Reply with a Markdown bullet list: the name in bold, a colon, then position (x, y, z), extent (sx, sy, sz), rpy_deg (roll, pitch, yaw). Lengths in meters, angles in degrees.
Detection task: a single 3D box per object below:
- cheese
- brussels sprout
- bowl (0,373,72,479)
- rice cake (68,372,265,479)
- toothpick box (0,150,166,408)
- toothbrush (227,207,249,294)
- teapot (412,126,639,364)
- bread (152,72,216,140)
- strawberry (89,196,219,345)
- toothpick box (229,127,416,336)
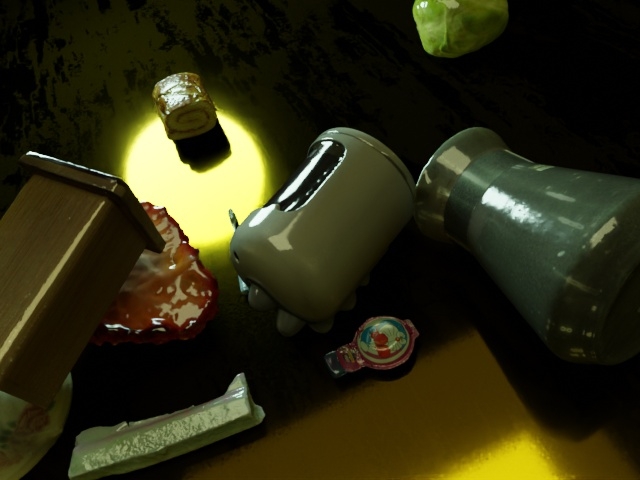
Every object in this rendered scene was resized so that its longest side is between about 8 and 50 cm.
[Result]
- **cheese**: position (0.077, 0.160, 0.898), extent (0.145, 0.038, 0.095), rpy_deg (-25, 47, -6)
- **brussels sprout**: position (0.310, -0.505, 1.327), extent (0.223, 0.161, 0.223), rpy_deg (-8, 55, 12)
- **bowl**: position (-0.558, 0.256, 0.954), extent (0.277, 0.145, 0.276), rpy_deg (-11, 46, 11)
- **rice cake**: position (-0.228, 0.280, 0.884), extent (0.291, 0.051, 0.081), rpy_deg (-20, 56, -2)
- **toothpick box**: position (-0.400, 0.062, 0.869), extent (0.188, 0.190, 0.308), rpy_deg (18, 65, 15)
- **toothbrush**: position (-0.154, 0.015, 1.115), extent (0.016, 0.019, 0.219), rpy_deg (-15, 47, -2)
- **teapot**: position (0.333, -0.014, 0.852), extent (0.300, 0.253, 0.344), rpy_deg (-5, 32, -33)
- **bread**: position (-0.323, -0.320, 1.409), extent (0.132, 0.103, 0.172), rpy_deg (-21, 43, -10)
- **strawberry**: position (-0.319, 0.080, 1.036), extent (0.336, 0.149, 0.265), rpy_deg (24, 62, 21)
- **toothpick box**: position (0.000, 0.000, 0.964), extent (0.229, 0.229, 0.316), rpy_deg (23, 62, 33)
